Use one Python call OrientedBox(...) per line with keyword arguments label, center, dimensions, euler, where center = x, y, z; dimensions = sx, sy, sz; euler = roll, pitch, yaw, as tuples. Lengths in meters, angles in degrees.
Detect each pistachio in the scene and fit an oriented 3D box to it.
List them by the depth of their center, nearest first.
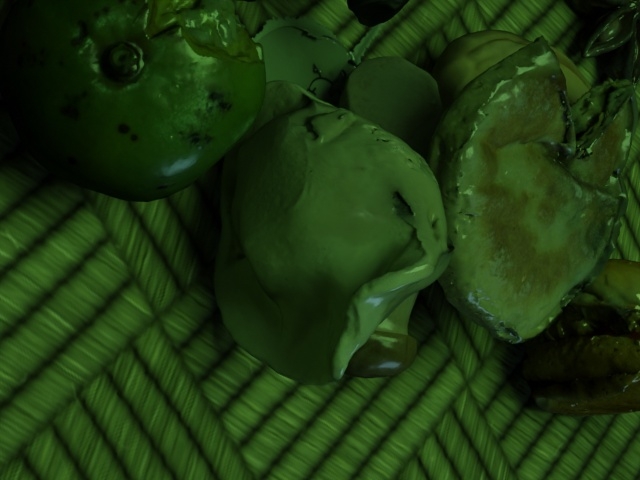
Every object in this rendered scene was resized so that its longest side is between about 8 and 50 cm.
OrientedBox(label="pistachio", center=(0.233, -0.121, 2.002), dimensions=(0.299, 0.188, 0.187), euler=(43, 53, -40))

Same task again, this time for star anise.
OrientedBox(label="star anise", center=(0.392, -0.280, 2.269), dimensions=(0.212, 0.073, 0.196), euler=(4, 76, -44))

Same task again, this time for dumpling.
OrientedBox(label="dumpling", center=(0.000, 0.000, 1.676), dimensions=(0.187, 0.318, 0.243), euler=(21, 110, -42))

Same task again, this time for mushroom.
OrientedBox(label="mushroom", center=(0.065, -0.031, 1.816), dimensions=(0.128, 0.128, 0.350), euler=(21, 73, -43))

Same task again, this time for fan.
OrientedBox(label="fan", center=(0.024, -0.177, 1.888), dimensions=(0.233, 0.012, 0.414), euler=(55, 50, -28))

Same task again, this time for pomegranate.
OrientedBox(label="pomegranate", center=(-0.162, -0.161, 1.562), dimensions=(0.302, 0.236, 0.236), euler=(-73, 142, -74))

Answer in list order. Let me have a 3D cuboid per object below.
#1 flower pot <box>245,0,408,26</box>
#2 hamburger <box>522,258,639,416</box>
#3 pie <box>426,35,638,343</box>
OrientedBox(label="flower pot", center=(0.032, -0.378, 1.730), dimensions=(0.299, 0.299, 0.282), euler=(31, 56, -40))
OrientedBox(label="hamburger", center=(0.352, 0.115, 2.031), dimensions=(0.244, 0.244, 0.163), euler=(16, 67, -45))
OrientedBox(label="pie", center=(0.218, -0.049, 1.825), dimensions=(0.337, 0.075, 0.337), euler=(-22, 122, -39))
